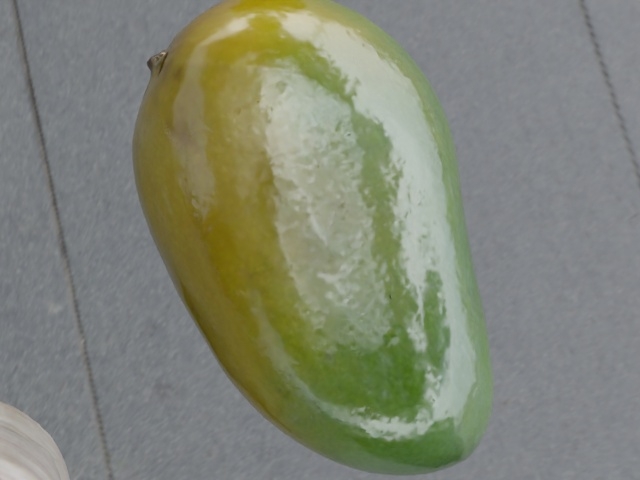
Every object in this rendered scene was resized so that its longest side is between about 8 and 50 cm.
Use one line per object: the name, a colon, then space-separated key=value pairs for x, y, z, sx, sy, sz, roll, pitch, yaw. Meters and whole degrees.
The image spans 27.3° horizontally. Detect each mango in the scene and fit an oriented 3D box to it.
mango: x=0.000 y=0.000 z=0.647 sx=0.156 sy=0.114 sz=0.251 roll=-20 pitch=94 yaw=-25

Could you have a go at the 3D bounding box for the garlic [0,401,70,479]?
garlic: x=-0.192 y=0.211 z=0.747 sx=0.212 sy=0.218 sz=0.218 roll=35 pitch=63 yaw=-20
